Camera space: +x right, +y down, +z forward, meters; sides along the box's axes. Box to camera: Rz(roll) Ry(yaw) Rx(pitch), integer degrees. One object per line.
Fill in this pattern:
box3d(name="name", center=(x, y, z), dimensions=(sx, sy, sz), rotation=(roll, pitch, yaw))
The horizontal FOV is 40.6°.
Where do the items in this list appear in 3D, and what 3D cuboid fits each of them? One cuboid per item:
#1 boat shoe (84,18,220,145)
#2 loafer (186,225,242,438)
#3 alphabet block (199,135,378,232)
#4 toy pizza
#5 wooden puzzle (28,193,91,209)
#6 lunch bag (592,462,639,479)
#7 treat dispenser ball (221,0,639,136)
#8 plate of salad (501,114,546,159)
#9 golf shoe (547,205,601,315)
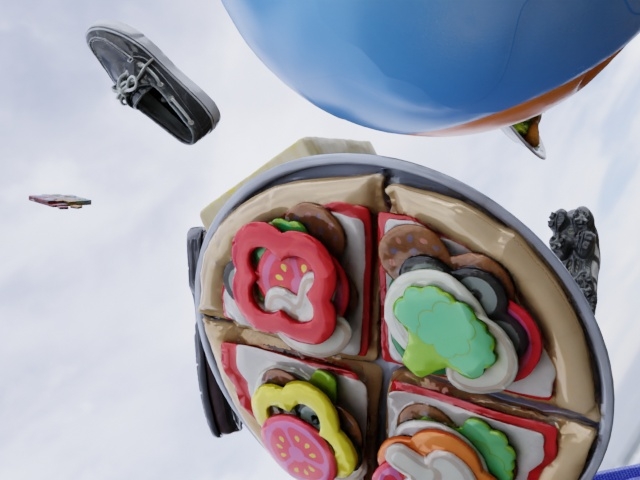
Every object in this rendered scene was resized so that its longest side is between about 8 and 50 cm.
box3d(name="boat shoe", center=(-0.336, -0.292, 1.628), dimensions=(0.113, 0.306, 0.105), rotation=(-42, 7, 47))
box3d(name="loafer", center=(-0.128, 0.123, 1.223), dimensions=(0.109, 0.095, 0.302), rotation=(64, -162, -81))
box3d(name="alphabet block", center=(0.000, 0.000, 1.103), dimensions=(0.192, 0.197, 0.193), rotation=(-33, -12, 25))
box3d(name="toy pizza", center=(0.024, 0.059, 0.381), dimensions=(0.032, 0.201, 0.201), rotation=(-43, -27, -51))
box3d(name="wooden puzzle", center=(-0.289, -0.045, 0.959), dimensions=(0.049, 0.083, 0.006), rotation=(-8, -73, -49))
box3d(name="lunch bag", center=(0.221, 0.321, 0.544), dimensions=(0.386, 0.327, 0.239), rotation=(-15, 0, -1))
box3d(name="treat dispenser ball", center=(0.069, -0.205, 0.506), dimensions=(0.288, 0.288, 0.288), rotation=(-45, -27, -30))
box3d(name="plate of salad", center=(0.187, -0.173, 0.901), dimensions=(0.048, 0.199, 0.200), rotation=(-34, -14, 23))
box3d(name="golf shoe", center=(0.326, 0.059, 1.104), dimensions=(0.094, 0.077, 0.198), rotation=(31, -111, -55))
